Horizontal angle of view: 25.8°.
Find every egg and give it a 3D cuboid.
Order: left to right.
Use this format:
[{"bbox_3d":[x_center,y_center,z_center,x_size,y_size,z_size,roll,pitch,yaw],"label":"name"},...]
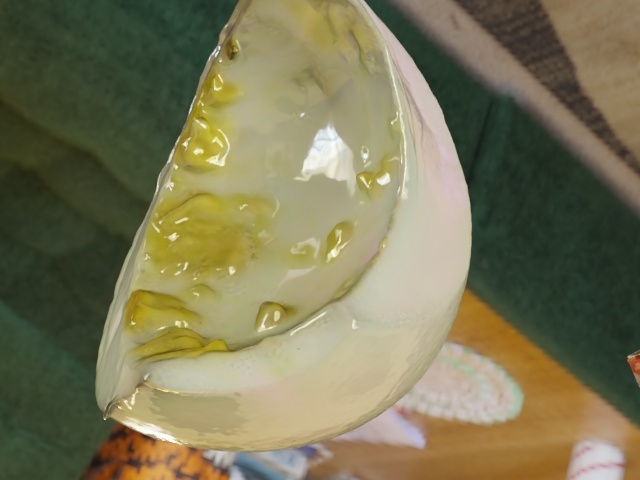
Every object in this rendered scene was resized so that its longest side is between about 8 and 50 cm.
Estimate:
[{"bbox_3d":[-0.006,0.002,0.728,0.162,0.271,0.206,23,151,-14],"label":"egg"}]

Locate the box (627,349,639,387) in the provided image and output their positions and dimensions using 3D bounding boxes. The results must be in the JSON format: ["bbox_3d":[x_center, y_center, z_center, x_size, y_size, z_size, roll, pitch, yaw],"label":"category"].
[{"bbox_3d":[0.339,0.061,1.080,0.039,0.218,0.055,65,157,1],"label":"box"}]
